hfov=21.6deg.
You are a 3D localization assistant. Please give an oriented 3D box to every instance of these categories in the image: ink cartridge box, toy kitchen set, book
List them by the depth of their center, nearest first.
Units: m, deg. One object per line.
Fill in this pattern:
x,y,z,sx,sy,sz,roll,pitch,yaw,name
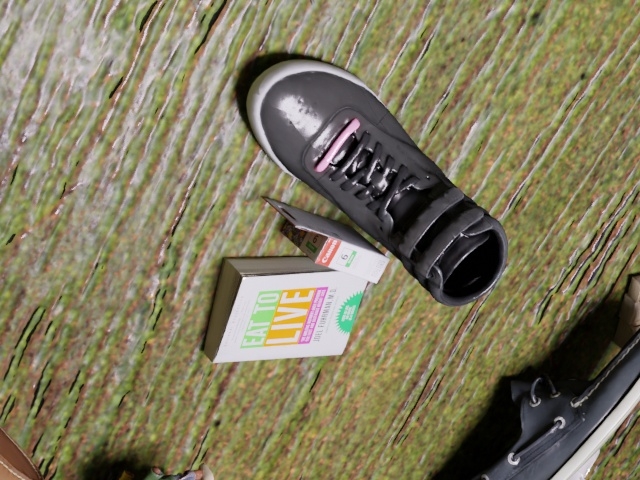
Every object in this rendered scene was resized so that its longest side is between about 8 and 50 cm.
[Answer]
0.000,0.000,1.482,0.115,0.063,0.029,18,105,-40,ink cartridge box
-0.031,0.063,1.523,0.144,0.035,0.096,-2,120,-36,book
0.368,0.086,1.781,0.068,0.075,0.083,-10,125,-32,toy kitchen set

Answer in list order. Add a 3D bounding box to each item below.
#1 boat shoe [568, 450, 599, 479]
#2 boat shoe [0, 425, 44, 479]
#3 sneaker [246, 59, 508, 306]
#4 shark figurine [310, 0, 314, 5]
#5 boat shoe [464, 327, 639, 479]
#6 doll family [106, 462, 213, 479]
0.278,0.268,1.850,0.100,0.035,0.035,-47,132,-3,boat shoe
-0.300,0.114,1.307,0.104,0.111,0.307,-44,132,-4,boat shoe
0.063,-0.047,1.444,0.104,0.147,0.296,-49,131,1,sneaker
0.062,-0.323,1.294,0.278,0.116,0.166,-38,98,10,shark figurine
0.228,0.196,1.726,0.340,0.113,0.127,-51,169,12,boat shoe
-0.172,0.267,1.512,0.111,0.076,0.193,-10,124,-36,doll family
